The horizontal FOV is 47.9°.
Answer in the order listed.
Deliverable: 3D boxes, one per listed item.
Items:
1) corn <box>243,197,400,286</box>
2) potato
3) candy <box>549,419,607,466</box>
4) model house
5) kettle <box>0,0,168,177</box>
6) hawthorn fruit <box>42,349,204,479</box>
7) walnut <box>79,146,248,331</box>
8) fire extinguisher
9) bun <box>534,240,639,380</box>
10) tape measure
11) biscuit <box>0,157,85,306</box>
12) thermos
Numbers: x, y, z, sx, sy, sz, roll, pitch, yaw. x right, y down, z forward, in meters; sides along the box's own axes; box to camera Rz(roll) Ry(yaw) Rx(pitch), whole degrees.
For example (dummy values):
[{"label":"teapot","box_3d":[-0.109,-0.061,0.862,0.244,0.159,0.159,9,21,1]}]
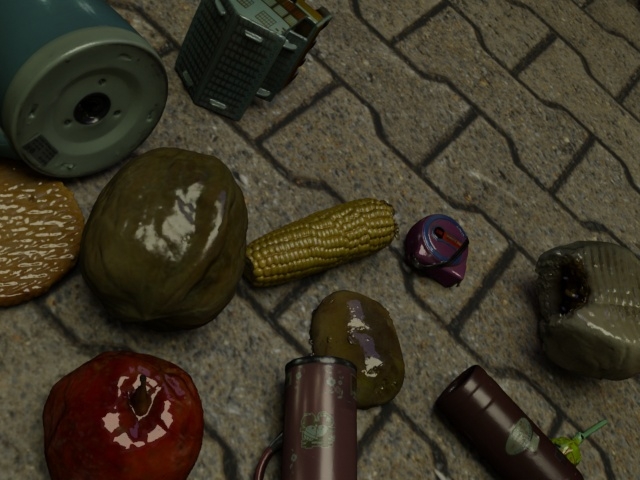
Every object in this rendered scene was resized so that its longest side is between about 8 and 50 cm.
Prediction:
[{"label":"corn","box_3d":[0.000,0.000,1.222,0.305,0.106,0.106,-17,70,-31]},{"label":"potato","box_3d":[0.068,0.167,1.167,0.164,0.081,0.200,-6,62,-29]},{"label":"candy","box_3d":[0.460,0.353,1.277,0.194,0.058,0.062,-13,35,-43]},{"label":"model house","box_3d":[-0.133,-0.367,1.315,0.198,0.224,0.215,43,47,0]},{"label":"kettle","box_3d":[-0.457,-0.277,1.101,0.319,0.247,0.342,-36,66,-16]},{"label":"hawthorn fruit","box_3d":[-0.229,0.219,0.877,0.207,0.243,0.207,13,53,-18]},{"label":"walnut","box_3d":[-0.215,-0.008,1.032,0.227,0.283,0.283,39,44,-39]},{"label":"fire extinguisher","box_3d":[0.349,0.349,1.158,0.344,0.138,0.102,46,30,7]},{"label":"bun","box_3d":[0.515,0.143,1.336,0.282,0.205,0.281,6,51,-8]},{"label":"tape measure","box_3d":[0.217,0.016,1.342,0.118,0.074,0.125,31,56,-14]},{"label":"biscuit","box_3d":[-0.470,-0.016,1.033,0.254,0.035,0.254,14,54,-20]},{"label":"thermos","box_3d":[-0.015,0.332,0.996,0.136,0.109,0.330,13,59,-20]}]
